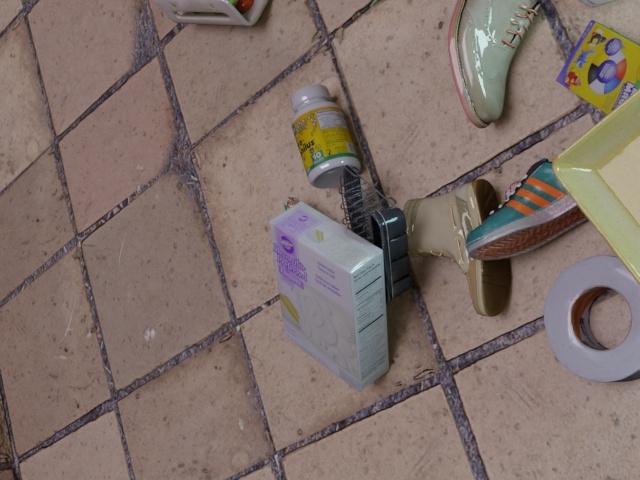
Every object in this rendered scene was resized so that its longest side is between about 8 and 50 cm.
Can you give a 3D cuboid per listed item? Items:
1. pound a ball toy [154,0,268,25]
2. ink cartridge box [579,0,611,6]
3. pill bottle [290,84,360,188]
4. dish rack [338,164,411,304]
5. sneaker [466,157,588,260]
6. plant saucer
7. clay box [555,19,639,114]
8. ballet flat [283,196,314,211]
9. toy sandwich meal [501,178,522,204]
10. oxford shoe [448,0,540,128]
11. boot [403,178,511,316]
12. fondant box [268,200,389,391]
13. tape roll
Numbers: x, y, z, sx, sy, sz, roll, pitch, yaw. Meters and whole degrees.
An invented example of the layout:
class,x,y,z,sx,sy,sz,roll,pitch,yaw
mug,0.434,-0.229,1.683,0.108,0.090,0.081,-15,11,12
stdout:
class,x,y,z,sx,sy,sz,roll,pitch,yaw
pound a ball toy,-0.220,-0.618,2.487,0.319,0.136,0.208,12,68,42
ink cartridge box,0.506,-0.482,1.833,0.143,0.092,0.089,-10,78,40
pill bottle,0.004,-0.228,2.232,0.118,0.118,0.208,-31,66,35
dish rack,0.094,-0.024,2.070,0.271,0.074,0.208,47,151,50
sneaker,0.391,-0.070,1.859,0.302,0.108,0.121,-27,59,12
plant saucer,0.603,-0.098,1.663,0.333,0.081,0.332,-42,74,27
clay box,0.523,-0.284,1.794,0.127,0.053,0.222,-62,37,18
ballet flat,0.000,0.000,2.239,0.077,0.091,0.241,-31,75,27
toy sandwich meal,0.379,-0.077,1.941,0.086,0.029,0.085,-5,82,41
oxford shoe,0.335,-0.413,1.950,0.147,0.140,0.396,-1,86,34
boot,0.255,0.027,1.998,0.203,0.095,0.261,-14,81,43
fondant box,0.020,0.114,2.078,0.238,0.096,0.330,32,141,37
tape roll,0.500,0.136,1.784,0.219,0.072,0.219,-5,82,40
